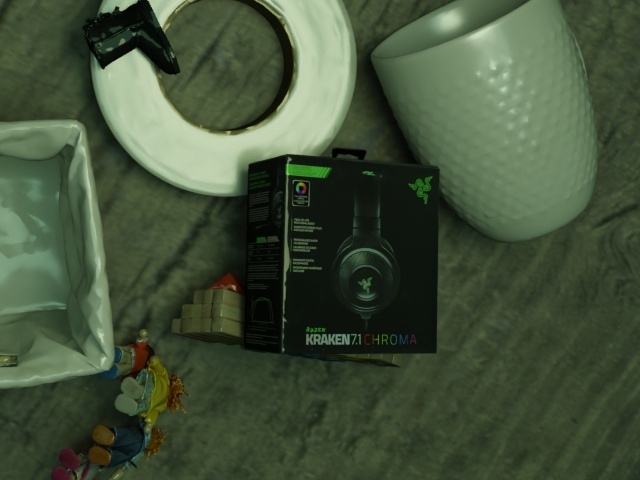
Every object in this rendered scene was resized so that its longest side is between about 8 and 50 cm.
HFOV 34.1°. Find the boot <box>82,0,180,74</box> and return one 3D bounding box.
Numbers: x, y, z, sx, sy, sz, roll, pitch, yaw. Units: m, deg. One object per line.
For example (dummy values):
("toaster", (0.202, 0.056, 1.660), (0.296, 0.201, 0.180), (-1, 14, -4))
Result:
("boot", (-0.259, -0.264, 1.420), (0.099, 0.045, 0.121), (-28, 96, -12))

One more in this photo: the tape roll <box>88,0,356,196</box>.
("tape roll", (-0.140, -0.259, 1.511), (0.392, 0.072, 0.391), (-2, 97, -14))

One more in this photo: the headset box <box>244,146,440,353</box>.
("headset box", (0.031, 0.014, 1.448), (0.246, 0.131, 0.283), (4, 86, -27))

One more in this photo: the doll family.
("doll family", (-0.270, 0.265, 1.509), (0.118, 0.163, 0.263), (24, 92, 16))

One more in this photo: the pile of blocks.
("pile of blocks", (-0.039, 0.112, 1.569), (0.362, 0.149, 0.112), (13, 75, -25))

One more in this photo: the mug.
("mug", (0.290, -0.201, 1.552), (0.374, 0.276, 0.328), (-41, 114, -38))

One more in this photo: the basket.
("basket", (-0.455, 0.009, 1.364), (0.328, 0.266, 0.331), (-7, 100, -14))
